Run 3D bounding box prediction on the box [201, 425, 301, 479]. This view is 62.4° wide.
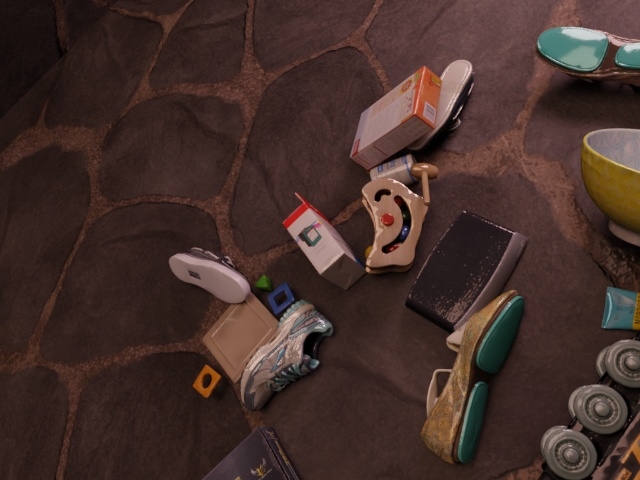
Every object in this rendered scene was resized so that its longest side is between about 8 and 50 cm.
[{"bbox_3d":[-0.158,0.558,1.164,0.233,0.059,0.183,-43,53,6],"label":"box"}]

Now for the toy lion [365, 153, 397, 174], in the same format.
[{"bbox_3d":[0.156,-0.212,1.343,0.096,0.034,0.100,-9,64,35],"label":"toy lion"}]

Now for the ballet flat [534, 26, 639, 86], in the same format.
[{"bbox_3d":[0.605,-0.367,1.101,0.316,0.106,0.107,29,92,36],"label":"ballet flat"}]

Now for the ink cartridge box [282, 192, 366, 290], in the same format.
[{"bbox_3d":[0.000,0.000,1.273,0.078,0.134,0.231,-43,54,8],"label":"ink cartridge box"}]

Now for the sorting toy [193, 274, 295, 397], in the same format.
[{"bbox_3d":[-0.194,0.240,1.335,0.347,0.047,0.196,-49,47,-1],"label":"sorting toy"}]

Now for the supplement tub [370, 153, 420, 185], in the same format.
[{"bbox_3d":[0.182,-0.159,1.277,0.107,0.071,0.070,-20,60,21],"label":"supplement tub"}]

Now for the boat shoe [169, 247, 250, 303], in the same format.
[{"bbox_3d":[-0.279,0.081,1.421,0.301,0.108,0.102,12,36,41],"label":"boat shoe"}]

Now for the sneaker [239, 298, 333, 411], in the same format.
[{"bbox_3d":[-0.077,0.278,1.213,0.122,0.110,0.282,30,86,33],"label":"sneaker"}]

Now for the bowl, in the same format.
[{"bbox_3d":[0.593,-0.078,0.930,0.290,0.290,0.155,31,129,36],"label":"bowl"}]

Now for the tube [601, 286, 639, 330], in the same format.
[{"bbox_3d":[0.609,0.132,0.919,0.207,0.052,0.080,5,65,38],"label":"tube"}]

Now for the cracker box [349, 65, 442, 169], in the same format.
[{"bbox_3d":[0.177,-0.285,1.259,0.232,0.067,0.155,-26,41,50],"label":"cracker box"}]

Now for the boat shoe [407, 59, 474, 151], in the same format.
[{"bbox_3d":[0.292,-0.313,1.276,0.095,0.079,0.254,22,79,38],"label":"boat shoe"}]

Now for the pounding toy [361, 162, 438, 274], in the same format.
[{"bbox_3d":[0.156,-0.063,1.173,0.154,0.155,0.269,15,76,10],"label":"pounding toy"}]

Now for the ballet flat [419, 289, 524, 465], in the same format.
[{"bbox_3d":[0.281,0.247,1.018,0.123,0.123,0.348,16,79,34],"label":"ballet flat"}]

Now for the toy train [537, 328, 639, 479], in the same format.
[{"bbox_3d":[0.500,0.309,0.854,0.190,0.142,0.333,35,87,24],"label":"toy train"}]

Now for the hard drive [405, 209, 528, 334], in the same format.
[{"bbox_3d":[0.300,0.063,1.119,0.172,0.054,0.254,31,86,36],"label":"hard drive"}]
